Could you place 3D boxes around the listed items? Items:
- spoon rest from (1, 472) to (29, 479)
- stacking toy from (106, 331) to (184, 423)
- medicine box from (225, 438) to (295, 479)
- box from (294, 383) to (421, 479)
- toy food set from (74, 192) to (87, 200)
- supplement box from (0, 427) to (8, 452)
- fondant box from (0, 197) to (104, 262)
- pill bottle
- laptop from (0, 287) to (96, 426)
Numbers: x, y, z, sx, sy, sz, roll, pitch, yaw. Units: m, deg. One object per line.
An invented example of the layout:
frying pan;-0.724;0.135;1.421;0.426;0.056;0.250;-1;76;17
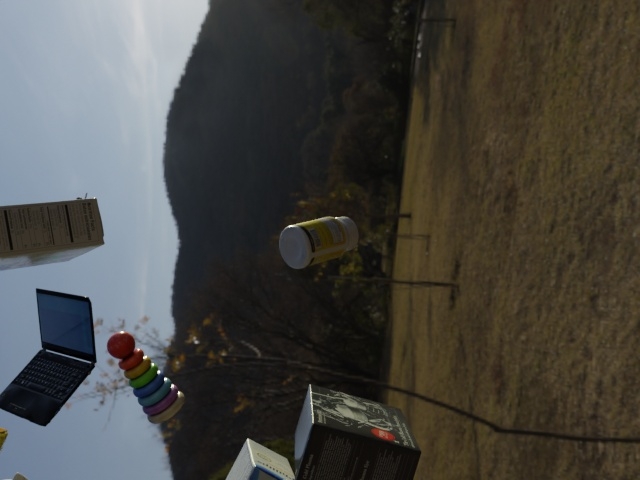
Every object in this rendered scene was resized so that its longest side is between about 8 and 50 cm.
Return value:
spoon rest;-0.879;0.722;1.759;0.276;0.084;0.137;-33;32;37
stacking toy;-0.595;0.443;2.084;0.330;0.141;0.141;59;-169;-17
medicine box;-0.201;0.754;1.807;0.263;0.149;0.289;-62;9;-7
box;0.095;0.593;1.852;0.343;0.313;0.178;-122;47;-84
toy food set;-0.737;-0.090;1.872;0.122;0.019;0.078;-49;28;16
supplement box;-0.782;0.385;1.107;0.194;0.357;0.195;135;152;-67
fondant box;-0.602;0.002;1.157;0.238;0.330;0.096;-15;85;52
pill bottle;0.000;0.000;1.729;0.209;0.119;0.119;-15;-62;-43
laptop;-0.646;0.261;1.455;0.264;0.234;0.136;-56;-47;-34
